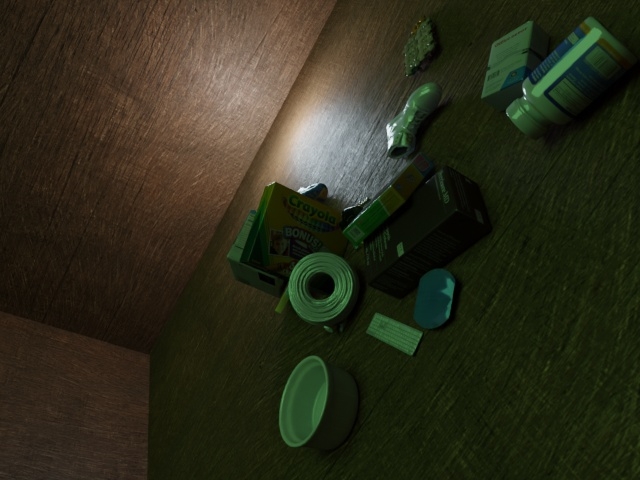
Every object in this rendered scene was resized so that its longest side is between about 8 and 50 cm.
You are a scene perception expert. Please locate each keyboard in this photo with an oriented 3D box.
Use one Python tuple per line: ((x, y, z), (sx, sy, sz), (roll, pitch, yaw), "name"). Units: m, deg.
((0.216, 0.274, 1.561), (0.256, 0.014, 0.072), (13, 80, 64), "keyboard")

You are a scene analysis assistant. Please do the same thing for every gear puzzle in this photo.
((0.404, -0.797, 2.123), (0.175, 0.044, 0.339), (-45, 29, 41), "gear puzzle")

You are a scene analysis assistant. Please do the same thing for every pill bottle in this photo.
((0.585, -0.375, 1.251), (0.272, 0.152, 0.152), (-47, 31, 35), "pill bottle")

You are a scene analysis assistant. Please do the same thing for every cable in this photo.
((0.007, 0.167, 1.829), (0.257, 0.089, 0.257), (24, 85, 21), "cable")

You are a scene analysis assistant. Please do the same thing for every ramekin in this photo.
((-0.003, 0.513, 1.636), (0.277, 0.135, 0.277), (-45, 32, 39), "ramekin")

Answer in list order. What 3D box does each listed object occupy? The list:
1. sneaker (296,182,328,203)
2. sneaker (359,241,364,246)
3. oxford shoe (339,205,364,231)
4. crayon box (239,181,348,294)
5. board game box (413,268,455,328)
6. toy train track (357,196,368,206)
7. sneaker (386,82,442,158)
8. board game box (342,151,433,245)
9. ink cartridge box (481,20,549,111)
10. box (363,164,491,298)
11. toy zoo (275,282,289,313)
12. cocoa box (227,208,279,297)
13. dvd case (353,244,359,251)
((-0.066, -0.210, 2.434), (0.296, 0.112, 0.131), (-34, 39, 48), "sneaker")
((0.180, 0.003, 1.799), (0.208, 0.081, 0.094), (-21, 56, 58), "sneaker")
((0.129, -0.090, 1.880), (0.096, 0.083, 0.227), (-39, -4, -13), "oxford shoe")
((-0.081, -0.002, 1.978), (0.106, 0.363, 0.313), (-8, 61, 61), "crayon box")
((0.321, 0.162, 1.436), (0.133, 0.033, 0.168), (-8, 66, 56), "board game box")
((0.158, -0.146, 2.050), (0.083, 0.014, 0.048), (-38, 37, 44), "toy train track")
((0.332, -0.403, 1.846), (0.292, 0.108, 0.169), (132, 150, -53), "sneaker")
((0.221, -0.138, 1.680), (0.242, 0.064, 0.316), (-44, 1, 39), "board game box")
((0.555, -0.492, 1.491), (0.148, 0.086, 0.203), (-14, 55, 59), "ink cartridge box")
((0.292, -0.014, 1.525), (0.381, 0.143, 0.191), (-44, 32, 36), "box")
((-0.120, 0.187, 2.147), (0.192, 0.030, 0.293), (-62, 1, 8), "toy zoo")
((-0.225, 0.063, 2.189), (0.347, 0.231, 0.228), (100, -167, -71), "cocoa box")
((0.159, -0.027, 1.944), (0.119, 0.013, 0.087), (-52, 28, 29), "dvd case")
